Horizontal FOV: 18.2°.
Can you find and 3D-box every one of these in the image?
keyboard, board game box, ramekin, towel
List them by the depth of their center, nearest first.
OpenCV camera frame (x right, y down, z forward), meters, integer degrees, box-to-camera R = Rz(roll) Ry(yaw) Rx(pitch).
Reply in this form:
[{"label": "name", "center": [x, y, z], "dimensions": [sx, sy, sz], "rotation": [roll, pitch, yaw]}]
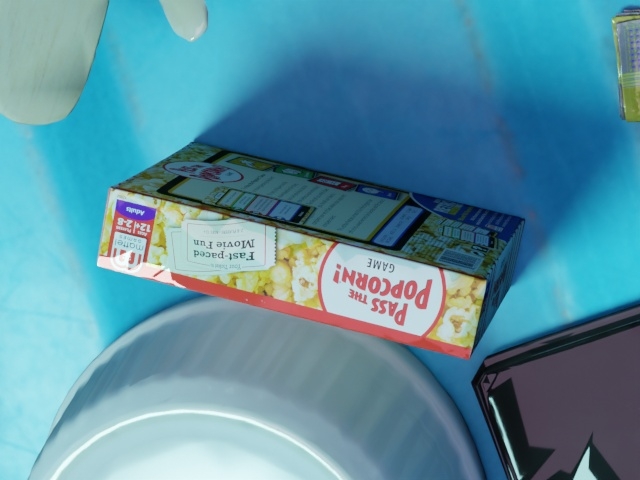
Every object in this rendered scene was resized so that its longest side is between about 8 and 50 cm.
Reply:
[{"label": "board game box", "center": [0.000, 0.000, 1.039], "dimensions": [0.193, 0.147, 0.045], "rotation": [14, 105, 11]}, {"label": "towel", "center": [0.195, -0.092, 1.045], "dimensions": [0.083, 0.009, 0.060], "rotation": [-1, 101, 13]}, {"label": "keyboard", "center": [0.256, 0.111, 1.065], "dimensions": [0.317, 0.033, 0.201], "rotation": [-19, 91, 17]}, {"label": "ramekin", "center": [-0.045, 0.173, 1.098], "dimensions": [0.273, 0.127, 0.273], "rotation": [3, 103, 12]}]

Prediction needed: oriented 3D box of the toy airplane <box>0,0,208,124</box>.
[{"label": "toy airplane", "center": [-0.082, -0.281, 0.933], "dimensions": [0.386, 0.272, 0.384], "rotation": [-32, 126, 4]}]
